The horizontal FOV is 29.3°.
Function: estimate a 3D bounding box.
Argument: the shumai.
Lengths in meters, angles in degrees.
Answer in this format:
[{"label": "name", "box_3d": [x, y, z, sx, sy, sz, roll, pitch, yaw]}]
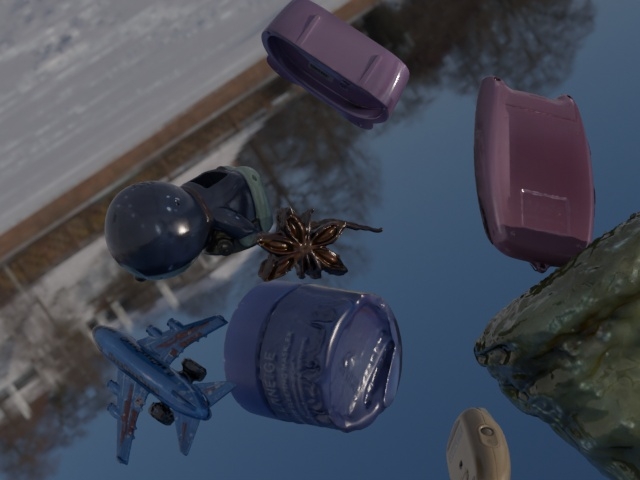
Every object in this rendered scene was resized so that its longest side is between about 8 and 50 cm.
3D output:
[{"label": "shumai", "box_3d": [0.401, 0.159, 1.558, 0.324, 0.323, 0.397, -33, 170, -6]}]

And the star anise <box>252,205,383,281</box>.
[{"label": "star anise", "box_3d": [0.000, 0.000, 1.545, 0.190, 0.097, 0.070, -2, -171, -25]}]

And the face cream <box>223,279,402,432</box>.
[{"label": "face cream", "box_3d": [-0.008, 0.198, 2.129, 0.225, 0.249, 0.249, 3, -150, 37]}]

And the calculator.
[{"label": "calculator", "box_3d": [0.306, -0.094, 1.726, 0.194, 0.294, 0.043, 10, 156, -25]}]

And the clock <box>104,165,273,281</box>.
[{"label": "clock", "box_3d": [-0.207, -0.029, 1.829, 0.243, 0.146, 0.199, -21, -156, -35]}]

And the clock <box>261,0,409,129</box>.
[{"label": "clock", "box_3d": [0.015, -0.178, 1.243, 0.050, 0.152, 0.110, -56, 179, -13]}]

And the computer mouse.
[{"label": "computer mouse", "box_3d": [0.288, 0.408, 2.199, 0.236, 0.082, 0.145, -97, -160, -61]}]

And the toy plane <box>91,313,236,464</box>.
[{"label": "toy plane", "box_3d": [-0.243, 0.196, 1.793, 0.271, 0.105, 0.254, 31, -97, 43]}]
